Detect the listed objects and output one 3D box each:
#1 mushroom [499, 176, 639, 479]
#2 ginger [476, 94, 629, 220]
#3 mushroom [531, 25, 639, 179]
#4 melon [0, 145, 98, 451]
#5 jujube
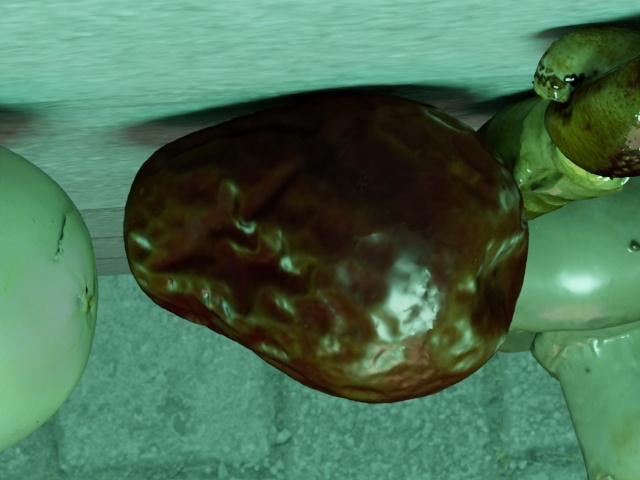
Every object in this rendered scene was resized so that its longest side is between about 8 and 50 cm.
[{"bbox_3d":[0.222,0.071,1.592,0.292,0.290,0.292,-7,173,-1],"label":"mushroom"},{"bbox_3d":[0.134,-0.052,1.248,0.115,0.081,0.205,-7,178,-3],"label":"ginger"},{"bbox_3d":[0.175,-0.082,0.997,0.127,0.087,0.127,-25,-175,2],"label":"mushroom"},{"bbox_3d":[-0.288,0.035,1.102,0.317,0.223,0.223,0,176,4],"label":"melon"},{"bbox_3d":[0.000,0.000,1.184,0.255,0.190,0.190,5,179,21],"label":"jujube"}]
